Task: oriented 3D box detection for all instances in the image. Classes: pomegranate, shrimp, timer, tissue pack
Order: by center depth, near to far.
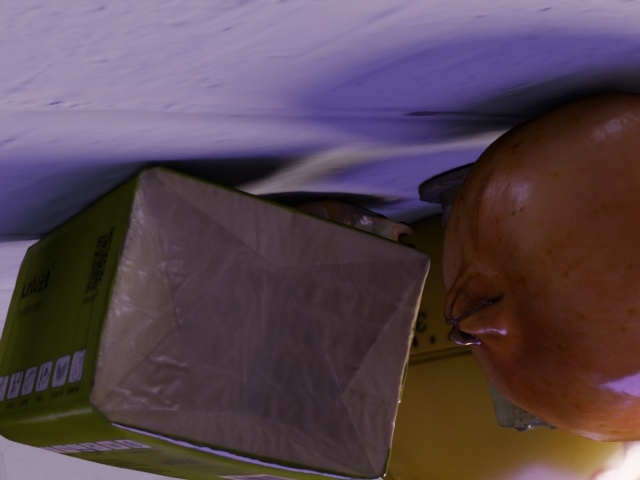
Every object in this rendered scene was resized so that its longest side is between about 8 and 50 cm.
[{"bbox_3d":[0.172,0.018,0.721,0.209,0.209,0.209,-8,174,-1],"label":"pomegranate"},{"bbox_3d":[-0.089,0.072,0.836,0.200,0.167,0.274,18,164,-23],"label":"tissue pack"},{"bbox_3d":[-0.001,-0.002,0.986,0.115,0.051,0.217,-9,173,38],"label":"shrimp"},{"bbox_3d":[0.187,0.162,1.192,0.376,0.387,0.376,-8,171,-1],"label":"timer"}]

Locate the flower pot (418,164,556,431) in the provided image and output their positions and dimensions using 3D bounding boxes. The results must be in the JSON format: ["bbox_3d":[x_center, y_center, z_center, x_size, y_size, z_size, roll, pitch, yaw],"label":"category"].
[{"bbox_3d":[0.190,0.038,0.953,0.212,0.203,0.212,-7,177,0],"label":"flower pot"}]
